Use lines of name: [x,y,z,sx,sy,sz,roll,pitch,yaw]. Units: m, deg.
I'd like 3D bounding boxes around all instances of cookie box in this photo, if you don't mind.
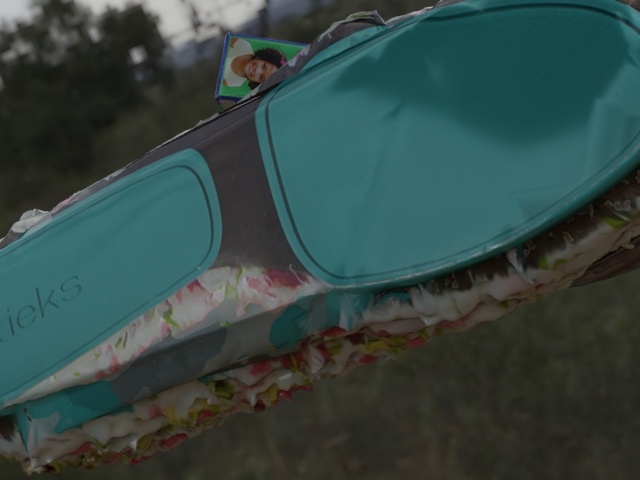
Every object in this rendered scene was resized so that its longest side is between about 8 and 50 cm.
cookie box: [0.001,-0.077,1.056,0.107,0.040,0.092,8,-11,5]

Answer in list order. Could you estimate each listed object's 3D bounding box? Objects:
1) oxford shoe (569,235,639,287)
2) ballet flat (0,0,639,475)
oxford shoe: [0.094,-0.021,0.649,0.271,0.097,0.098,-18,17,-24]
ballet flat: [0.000,0.000,0.504,0.241,0.091,0.077,-20,-25,28]
